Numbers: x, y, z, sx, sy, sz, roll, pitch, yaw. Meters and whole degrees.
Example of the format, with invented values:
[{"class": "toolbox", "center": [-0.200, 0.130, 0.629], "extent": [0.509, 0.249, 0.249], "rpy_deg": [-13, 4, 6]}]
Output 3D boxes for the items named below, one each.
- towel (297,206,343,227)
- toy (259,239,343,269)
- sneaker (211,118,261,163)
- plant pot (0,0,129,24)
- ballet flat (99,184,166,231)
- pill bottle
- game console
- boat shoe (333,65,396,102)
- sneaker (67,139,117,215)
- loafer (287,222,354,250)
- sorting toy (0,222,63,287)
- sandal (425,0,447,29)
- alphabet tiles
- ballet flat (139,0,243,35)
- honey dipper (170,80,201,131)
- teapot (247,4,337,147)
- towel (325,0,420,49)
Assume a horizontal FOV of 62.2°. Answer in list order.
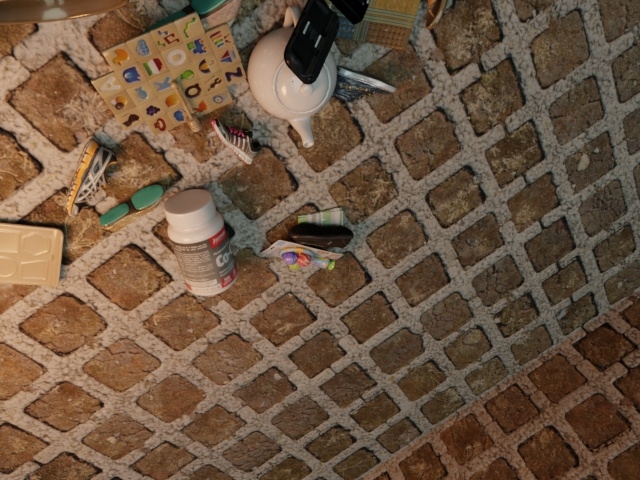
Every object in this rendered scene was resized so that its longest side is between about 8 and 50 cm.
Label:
[{"class": "towel", "center": [0.003, -0.045, 1.723], "extent": [0.152, 0.023, 0.113], "rpy_deg": [-12, 124, -13]}, {"class": "toy", "center": [-0.060, 0.063, 1.708], "extent": [0.238, 0.056, 0.137], "rpy_deg": [11, 154, -30]}, {"class": "sneaker", "center": [-0.226, -0.286, 1.458], "extent": [0.075, 0.063, 0.170], "rpy_deg": [-41, 131, 8]}, {"class": "plant pot", "center": [-0.564, -0.586, 1.015], "extent": [0.324, 0.323, 0.280], "rpy_deg": [-12, 108, -13]}, {"class": "ballet flat", "center": [-0.515, -0.088, 1.483], "extent": [0.206, 0.073, 0.067], "rpy_deg": [-27, 154, 0]}, {"class": "pill bottle", "center": [-0.346, 0.006, 1.537], "extent": [0.162, 0.161, 0.283], "rpy_deg": [-16, 126, -11]}, {"class": "game console", "center": [0.000, -0.538, 1.230], "extent": [0.213, 0.044, 0.361], "rpy_deg": [33, 69, -34]}, {"class": "boat shoe", "center": [0.119, -0.427, 1.501], "extent": [0.184, 0.065, 0.083], "rpy_deg": [11, 118, -19]}, {"class": "sneaker", "center": [-0.603, -0.152, 1.389], "extent": [0.083, 0.084, 0.214], "rpy_deg": [19, 112, -35]}, {"class": "loafer", "center": [0.000, 0.000, 1.691], "extent": [0.220, 0.080, 0.078], "rpy_deg": [3, 121, -21]}, {"class": "sorting toy", "center": [-0.824, 0.037, 1.457], "extent": [0.209, 0.038, 0.192], "rpy_deg": [9, 117, -20]}, {"class": "sandal", "center": [0.317, -0.660, 1.423], "extent": [0.049, 0.072, 0.180], "rpy_deg": [15, 114, -11]}, {"class": "alphabet tiles", "center": [-0.359, -0.396, 1.299], "extent": [0.343, 0.011, 0.285], "rpy_deg": [-25, 151, -4]}, {"class": "ballet flat", "center": [-0.289, -0.520, 1.274], "extent": [0.316, 0.107, 0.106], "rpy_deg": [-29, 147, 5]}, {"class": "honey dipper", "center": [-0.345, -0.344, 1.355], "extent": [0.031, 0.030, 0.160], "rpy_deg": [-24, 147, -5]}, {"class": "teapot", "center": [-0.060, -0.419, 1.358], "extent": [0.256, 0.187, 0.252], "rpy_deg": [32, 105, -33]}, {"class": "towel", "center": [0.158, -0.697, 1.357], "extent": [0.272, 0.040, 0.369], "rpy_deg": [3, 122, -21]}]
